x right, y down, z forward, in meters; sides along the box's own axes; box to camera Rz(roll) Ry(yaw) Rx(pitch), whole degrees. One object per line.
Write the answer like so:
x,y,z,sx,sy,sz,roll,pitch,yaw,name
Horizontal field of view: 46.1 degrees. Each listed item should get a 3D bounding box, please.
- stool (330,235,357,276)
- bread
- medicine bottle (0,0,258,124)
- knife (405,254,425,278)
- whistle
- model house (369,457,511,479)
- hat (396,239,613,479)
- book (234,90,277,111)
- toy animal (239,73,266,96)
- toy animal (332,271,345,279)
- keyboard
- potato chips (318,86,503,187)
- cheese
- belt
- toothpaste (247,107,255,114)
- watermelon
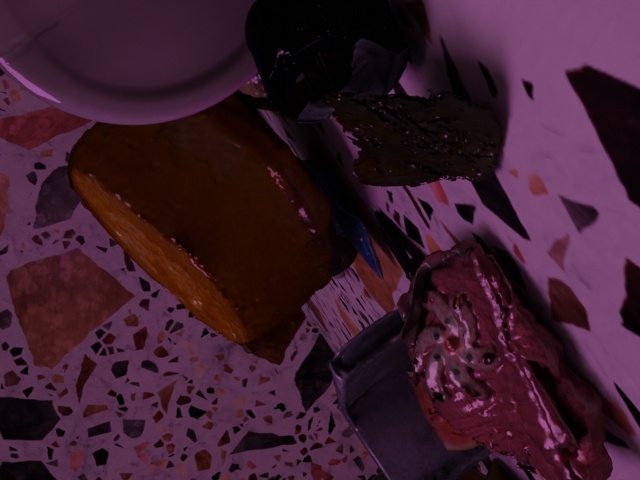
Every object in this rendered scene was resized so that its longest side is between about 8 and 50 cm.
0.000,0.000,1.198,0.110,0.096,0.096,56,174,37,stool
-0.158,-0.048,1.013,0.398,0.215,0.398,37,160,16,bread
-0.162,-0.247,0.572,0.241,0.252,0.252,50,170,44,medicine bottle
0.118,0.034,0.854,0.035,0.018,0.247,58,174,1,knife
0.118,0.230,1.098,0.405,0.168,0.188,61,171,-33,whistle
0.200,0.521,1.174,0.300,0.340,0.323,55,169,0,model house
0.144,0.124,0.719,0.286,0.107,0.237,140,107,-78,hat
-0.201,-0.329,0.856,0.300,0.039,0.428,20,152,37,book
-0.039,-0.186,0.703,0.098,0.098,0.137,56,155,4,toy animal
-0.111,0.016,1.410,0.174,0.289,0.249,-131,31,-57,toy animal
0.099,0.026,0.880,0.155,0.010,0.053,-116,3,-46,keyboard
0.060,-0.071,0.528,0.142,0.026,0.209,23,169,-15,potato chips
0.013,-0.045,1.068,0.245,0.052,0.135,48,168,45,cheese
0.005,-0.133,0.521,0.140,0.105,0.058,61,-169,-74,belt
-0.140,-0.236,1.354,0.204,0.031,0.049,57,175,-13,toothpaste
0.181,0.200,0.978,0.069,0.087,0.163,-72,-37,-49,watermelon
